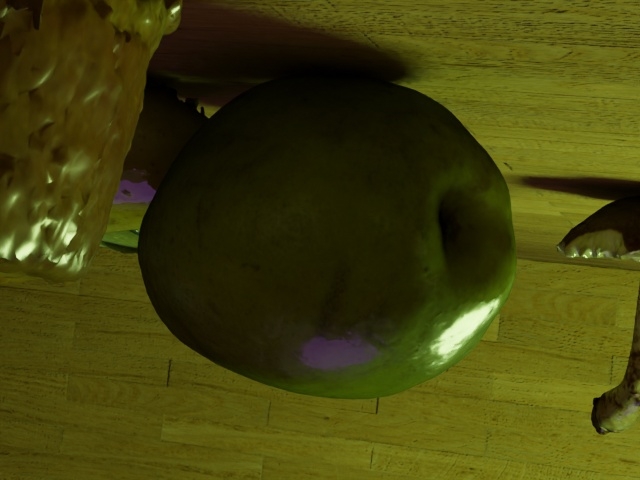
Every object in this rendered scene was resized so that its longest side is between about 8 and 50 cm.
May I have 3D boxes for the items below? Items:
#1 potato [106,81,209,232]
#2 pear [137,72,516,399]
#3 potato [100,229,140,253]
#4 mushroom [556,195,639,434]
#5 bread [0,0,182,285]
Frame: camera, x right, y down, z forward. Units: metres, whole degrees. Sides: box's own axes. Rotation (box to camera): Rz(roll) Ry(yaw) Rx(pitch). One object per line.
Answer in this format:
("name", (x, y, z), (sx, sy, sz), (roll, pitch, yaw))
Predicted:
("potato", (-0.228, -0.074, 1.294), (0.300, 0.140, 0.173), (0, 168, 12))
("pear", (0.000, 0.000, 1.130), (0.253, 0.252, 0.307), (9, 170, -35))
("potato", (-0.282, -0.076, 1.633), (0.272, 0.111, 0.160), (23, 162, -26))
("mushroom", (0.408, 0.083, 1.714), (0.208, 0.301, 0.233), (-26, -160, -14))
("bread", (-0.252, -0.084, 0.651), (0.358, 0.204, 0.337), (8, 172, 7))
